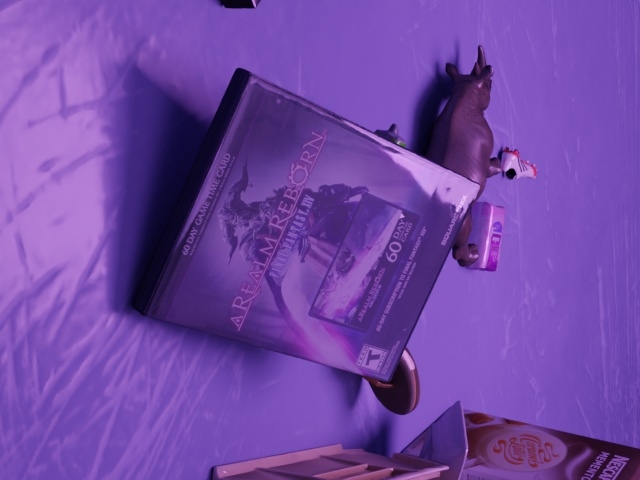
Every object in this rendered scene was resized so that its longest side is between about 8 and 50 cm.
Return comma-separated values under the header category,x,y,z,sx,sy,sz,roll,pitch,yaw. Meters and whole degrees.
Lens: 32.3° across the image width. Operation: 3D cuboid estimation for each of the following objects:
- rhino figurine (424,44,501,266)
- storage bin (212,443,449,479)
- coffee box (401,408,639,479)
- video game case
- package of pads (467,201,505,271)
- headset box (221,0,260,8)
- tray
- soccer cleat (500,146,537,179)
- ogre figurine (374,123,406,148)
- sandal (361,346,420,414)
category,x,y,z,sx,sy,sz,roll,pitch,yaw
rhino figurine,0.155,-0.102,1.207,0.106,0.073,0.243,34,66,-60
storage bin,0.004,0.335,1.012,0.260,0.123,0.262,7,90,-59
coffee box,0.232,0.281,1.257,0.141,0.246,0.098,-29,121,-54
video game case,0.000,0.000,0.897,0.274,0.026,0.196,20,96,-42
package of pads,0.200,-0.005,1.343,0.050,0.032,0.083,9,89,-56
headset box,-0.059,-0.225,0.860,0.083,0.032,0.062,-62,144,-32
tray,0.098,0.309,1.167,0.145,0.030,0.270,-66,174,-77
soccer cleat,0.251,-0.090,1.414,0.083,0.029,0.035,31,79,-54
ogre figurine,0.030,-0.023,1.005,0.197,0.097,0.118,-30,142,-18
sandal,0.049,0.103,1.091,0.049,0.072,0.180,-37,128,-30
